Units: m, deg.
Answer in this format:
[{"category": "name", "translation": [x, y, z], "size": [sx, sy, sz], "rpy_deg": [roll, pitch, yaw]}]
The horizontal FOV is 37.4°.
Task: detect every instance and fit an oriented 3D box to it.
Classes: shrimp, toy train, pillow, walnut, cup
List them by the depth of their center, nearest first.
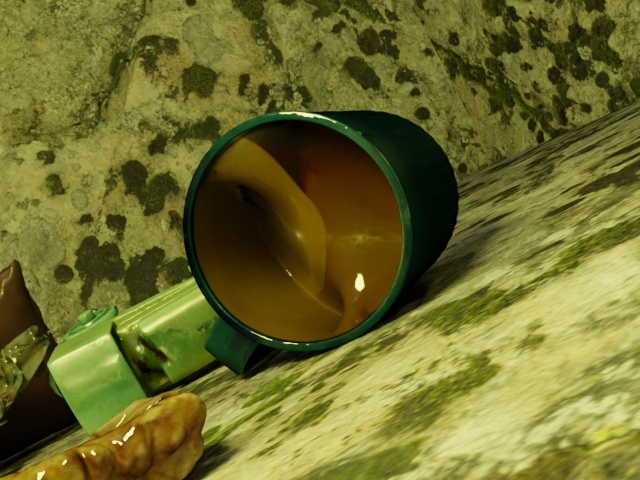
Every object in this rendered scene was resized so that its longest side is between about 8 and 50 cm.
[{"category": "walnut", "translation": [-0.155, 0.165, 0.665], "size": [0.170, 0.069, 0.143], "rpy_deg": [-26, 0, -16]}, {"category": "cup", "translation": [0.018, -0.001, 1.073], "size": [0.242, 0.307, 0.292], "rpy_deg": [8, 13, 18]}, {"category": "shrimp", "translation": [-0.495, 0.263, 1.300], "size": [0.360, 0.085, 0.247], "rpy_deg": [-49, 11, -5]}, {"category": "toy train", "translation": [-0.209, 0.130, 1.363], "size": [0.397, 0.160, 0.253], "rpy_deg": [-28, 8, -8]}, {"category": "pillow", "translation": [-0.546, 0.226, 1.466], "size": [0.305, 0.307, 0.108], "rpy_deg": [-28, 28, -21]}]
